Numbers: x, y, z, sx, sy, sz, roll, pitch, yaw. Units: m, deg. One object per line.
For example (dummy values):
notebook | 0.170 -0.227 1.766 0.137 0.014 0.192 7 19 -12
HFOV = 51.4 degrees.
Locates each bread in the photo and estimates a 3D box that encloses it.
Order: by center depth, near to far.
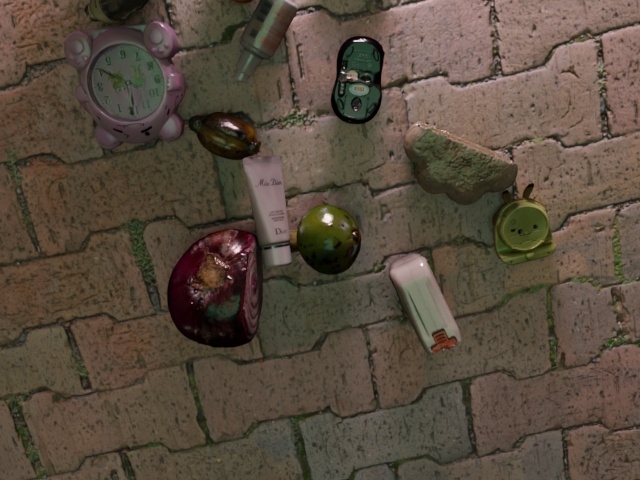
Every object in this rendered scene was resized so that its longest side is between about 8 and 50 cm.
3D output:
bread | 0.382 -0.205 1.890 0.337 0.102 0.183 21 105 -6

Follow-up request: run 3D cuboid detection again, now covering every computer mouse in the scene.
computer mouse | 0.104 -0.437 1.822 0.137 0.096 0.233 9 102 -9

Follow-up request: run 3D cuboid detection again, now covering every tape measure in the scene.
tape measure | 0.290 0.174 1.916 0.130 0.265 0.258 -27 95 4

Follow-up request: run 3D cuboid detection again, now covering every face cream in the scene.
face cream | -0.161 -0.537 1.785 0.101 0.101 0.252 29 104 -9
face cream | -0.144 -0.080 1.881 0.089 0.143 0.315 -9 91 46

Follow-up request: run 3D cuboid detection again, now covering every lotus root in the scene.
lotus root | -0.267 -0.293 1.849 0.209 0.120 0.120 23 105 -6

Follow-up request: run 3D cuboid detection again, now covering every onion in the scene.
onion | -0.300 0.134 1.887 0.260 0.282 0.337 0 77 10

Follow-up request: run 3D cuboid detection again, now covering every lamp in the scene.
lamp | -0.524 -0.614 1.715 0.250 0.101 0.101 -1 111 41

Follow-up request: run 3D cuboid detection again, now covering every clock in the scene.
clock | -0.515 -0.419 1.807 0.295 0.113 0.322 -7 107 1
clock | 0.590 -0.052 1.952 0.170 0.069 0.232 -14 108 2

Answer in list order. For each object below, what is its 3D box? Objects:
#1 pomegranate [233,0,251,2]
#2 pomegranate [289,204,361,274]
pomegranate | -0.194 -0.716 1.685 0.215 0.215 0.216 0 106 -1
pomegranate | 0.000 0.000 1.915 0.247 0.202 0.202 -5 109 32
